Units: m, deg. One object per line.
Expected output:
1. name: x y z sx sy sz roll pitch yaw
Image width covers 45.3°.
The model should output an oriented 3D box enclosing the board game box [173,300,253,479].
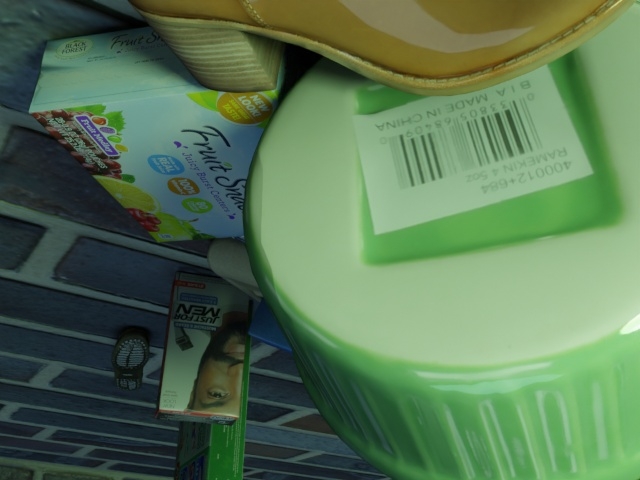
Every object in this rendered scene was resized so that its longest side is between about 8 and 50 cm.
1. board game box: -0.147 0.258 1.006 0.046 0.318 0.213 10 154 -18

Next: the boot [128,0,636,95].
1. boot: 0.011 -0.177 0.360 0.283 0.109 0.220 1 151 20

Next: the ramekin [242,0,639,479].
1. ramekin: 0.101 -0.011 0.461 0.303 0.304 0.148 -6 145 18

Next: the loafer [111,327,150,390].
1. loafer: -0.287 0.172 1.153 0.056 0.050 0.148 7 139 -17

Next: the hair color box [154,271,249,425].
1. hair color box: -0.137 0.127 0.905 0.093 0.167 0.053 8 154 -14

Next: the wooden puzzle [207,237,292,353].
1. wooden puzzle: 0.060 0.133 0.875 0.322 0.081 0.348 16 161 29

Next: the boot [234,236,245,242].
1. boot: 0.000 0.000 0.706 0.189 0.086 0.069 0 135 -2

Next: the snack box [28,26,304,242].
1. snack box: -0.087 -0.075 0.592 0.174 0.070 0.207 -4 155 13
